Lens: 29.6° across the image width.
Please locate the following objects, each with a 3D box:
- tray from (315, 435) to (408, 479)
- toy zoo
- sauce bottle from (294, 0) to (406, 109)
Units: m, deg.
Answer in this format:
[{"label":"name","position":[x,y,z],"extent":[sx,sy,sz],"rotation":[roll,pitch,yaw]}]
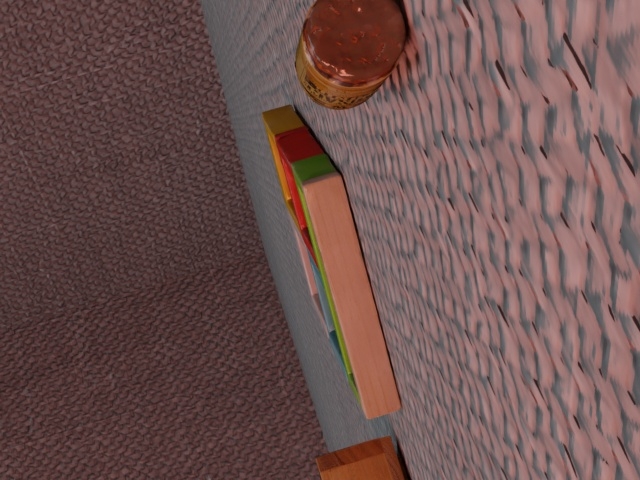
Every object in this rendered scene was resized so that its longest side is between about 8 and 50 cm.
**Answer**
[{"label":"tray","position":[0.071,0.349,1.151],"extent":[0.411,0.076,0.203],"rotation":[80,172,-63]},{"label":"toy zoo","position":[0.000,0.000,1.005],"extent":[0.293,0.030,0.192],"rotation":[-119,13,-69]},{"label":"sauce bottle","position":[0.010,-0.077,0.519],"extent":[0.128,0.042,0.042],"rotation":[139,115,-88]}]
